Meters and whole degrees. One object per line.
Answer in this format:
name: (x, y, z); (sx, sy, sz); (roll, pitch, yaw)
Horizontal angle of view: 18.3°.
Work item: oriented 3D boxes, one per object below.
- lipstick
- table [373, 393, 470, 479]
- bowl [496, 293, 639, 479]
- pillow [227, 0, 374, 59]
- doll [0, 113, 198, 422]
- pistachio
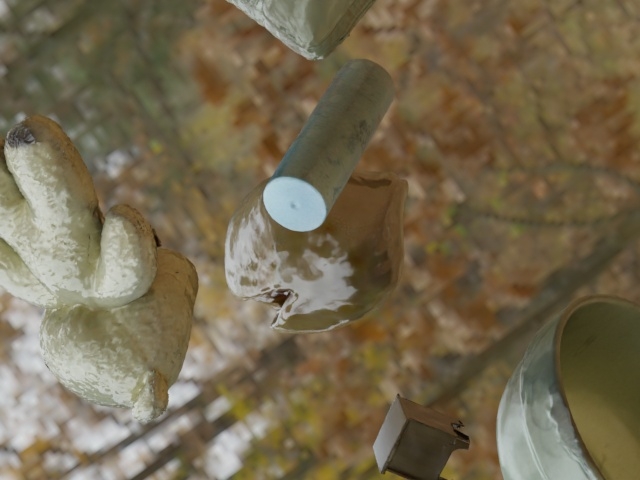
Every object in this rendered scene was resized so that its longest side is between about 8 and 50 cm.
lipstick: (0.008, -0.070, 1.404); (0.048, 0.048, 0.158); (54, -143, -20)
table: (0.113, 0.228, 2.210); (0.082, 0.070, 0.083); (22, -169, -9)
bowl: (0.292, 0.220, 1.948); (0.307, 0.163, 0.307); (26, -138, -26)
pillow: (0.013, -0.375, 2.185); (0.255, 0.322, 0.120); (38, 176, 24)
doll: (-0.198, 0.009, 1.666); (0.175, 0.149, 0.278); (28, 149, 56)
pistachio: (0.000, 0.000, 1.947); (0.166, 0.197, 0.288); (46, 175, -5)
